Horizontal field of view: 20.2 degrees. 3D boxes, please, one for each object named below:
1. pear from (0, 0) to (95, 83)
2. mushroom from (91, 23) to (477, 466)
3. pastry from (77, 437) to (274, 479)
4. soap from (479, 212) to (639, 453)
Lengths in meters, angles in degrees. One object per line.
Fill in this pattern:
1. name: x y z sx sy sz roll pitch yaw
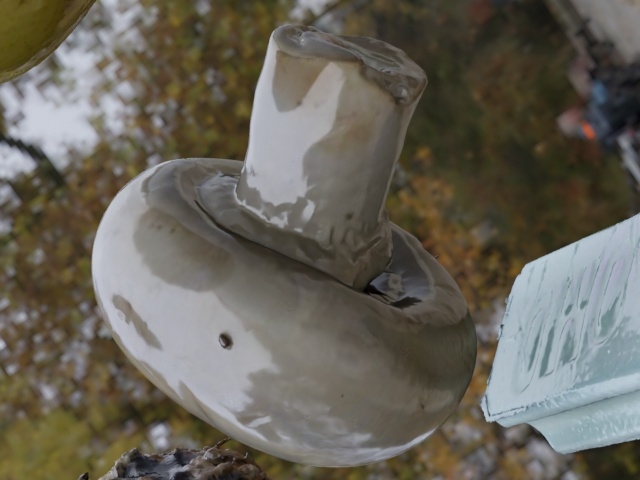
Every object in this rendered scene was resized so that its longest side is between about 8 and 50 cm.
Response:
1. pear: -0.279 -0.241 1.117 0.348 0.348 0.348 54 -172 -12
2. mushroom: 0.000 0.000 1.279 0.292 0.290 0.292 23 -163 -7
3. pastry: -0.135 0.305 1.642 0.275 0.275 0.193 57 161 10
4. soap: 0.219 0.067 1.324 0.094 0.150 0.261 28 158 -14
